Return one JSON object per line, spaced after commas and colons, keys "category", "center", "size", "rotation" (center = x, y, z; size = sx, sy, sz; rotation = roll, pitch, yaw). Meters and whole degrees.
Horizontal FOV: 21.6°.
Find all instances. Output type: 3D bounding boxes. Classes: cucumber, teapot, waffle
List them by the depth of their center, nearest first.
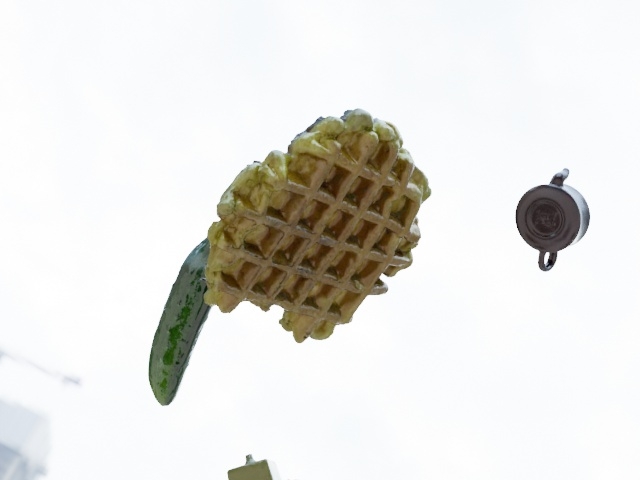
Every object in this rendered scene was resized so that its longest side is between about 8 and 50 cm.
{"category": "teapot", "center": [0.222, -0.019, 1.592], "size": [0.068, 0.045, 0.100], "rotation": [16, -73, 32]}
{"category": "waffle", "center": [-0.004, -0.005, 1.838], "size": [0.058, 0.281, 0.300], "rotation": [46, -5, 40]}
{"category": "cucumber", "center": [-0.150, 0.078, 1.926], "size": [0.056, 0.056, 0.250], "rotation": [24, -74, 2]}

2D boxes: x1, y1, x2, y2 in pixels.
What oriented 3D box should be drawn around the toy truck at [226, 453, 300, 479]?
{"category": "toy truck", "center": [-0.033, 0.234, 1.211], "size": [0.127, 0.127, 0.257], "rotation": [-18, -17, 5]}
